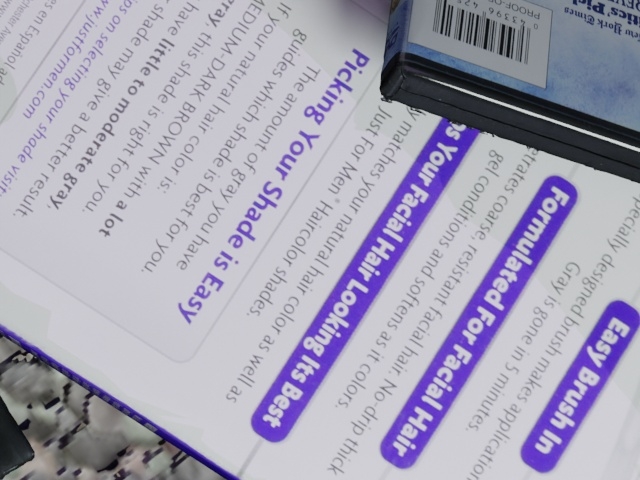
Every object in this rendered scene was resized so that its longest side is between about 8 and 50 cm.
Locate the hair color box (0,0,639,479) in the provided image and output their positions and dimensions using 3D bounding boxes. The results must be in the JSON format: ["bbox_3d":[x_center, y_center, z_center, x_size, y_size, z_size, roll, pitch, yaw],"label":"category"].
[{"bbox_3d":[0.000,0.000,0.641,0.339,0.110,0.185,33,80,-1],"label":"hair color box"}]

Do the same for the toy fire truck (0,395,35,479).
[{"bbox_3d":[-0.248,0.077,0.504,0.158,0.217,0.246,58,39,0],"label":"toy fire truck"}]

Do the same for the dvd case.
[{"bbox_3d":[0.120,-0.131,0.650,0.180,0.022,0.253,17,57,-14],"label":"dvd case"}]
